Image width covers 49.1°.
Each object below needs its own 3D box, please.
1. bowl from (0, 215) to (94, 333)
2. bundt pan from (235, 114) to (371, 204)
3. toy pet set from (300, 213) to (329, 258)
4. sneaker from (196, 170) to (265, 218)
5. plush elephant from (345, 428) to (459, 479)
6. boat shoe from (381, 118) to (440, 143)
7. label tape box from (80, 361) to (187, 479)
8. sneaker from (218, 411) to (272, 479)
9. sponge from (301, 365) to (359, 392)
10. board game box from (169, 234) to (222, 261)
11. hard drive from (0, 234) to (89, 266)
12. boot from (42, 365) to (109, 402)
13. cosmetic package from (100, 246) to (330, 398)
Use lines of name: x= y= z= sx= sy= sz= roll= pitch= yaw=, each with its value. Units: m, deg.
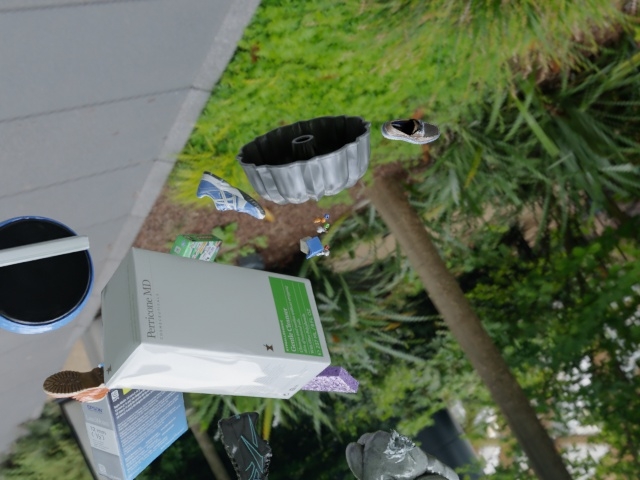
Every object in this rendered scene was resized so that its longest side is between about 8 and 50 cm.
bowl: x=-0.925 y=0.104 z=2.259 sx=0.391 sy=0.391 sz=0.077 roll=-22 pitch=179 yaw=-34
bundt pan: x=-0.029 y=-0.186 z=1.673 sx=0.331 sy=0.124 sz=0.331 roll=-11 pitch=-155 yaw=5
toy pet set: x=0.000 y=0.000 z=2.096 sx=0.114 sy=0.065 sz=0.122 roll=-23 pitch=125 yaw=-34
sneaker: x=-0.254 y=-0.114 z=1.990 sx=0.081 sy=0.211 sz=0.080 roll=-60 pitch=-176 yaw=-1
plush elephant: x=0.152 y=0.587 z=1.605 sx=0.255 sy=0.272 sz=0.330 roll=-64 pitch=160 yaw=-18
boat shoe: x=0.274 y=-0.324 z=2.057 sx=0.183 sy=0.066 sz=0.066 roll=-2 pitch=172 yaw=-15
label tape box: x=-0.482 y=0.403 z=1.805 sx=0.115 sy=0.347 sz=0.249 roll=6 pitch=-156 yaw=29
sneaker: x=-0.158 y=0.545 z=1.694 sx=0.106 sy=0.267 sz=0.101 roll=-19 pitch=174 yaw=-19
sponge: x=-0.020 y=0.349 z=1.768 sx=0.210 sy=0.031 sz=0.117 roll=-3 pitch=150 yaw=28
board game box: x=-0.414 y=0.130 z=2.054 sx=0.317 sy=0.046 sz=0.213 roll=-63 pitch=164 yaw=8
hard drive: x=-0.778 y=0.036 z=1.785 sx=0.307 sy=0.040 sz=0.203 roll=-14 pitch=-174 yaw=-42
boot: x=-0.519 y=0.320 z=1.494 sx=0.158 sy=0.059 sz=0.084 roll=2 pitch=133 yaw=-42
cosmetic package: x=-0.186 y=0.157 z=1.239 sx=0.365 sy=0.197 sz=0.155 roll=13 pitch=137 yaw=-37
